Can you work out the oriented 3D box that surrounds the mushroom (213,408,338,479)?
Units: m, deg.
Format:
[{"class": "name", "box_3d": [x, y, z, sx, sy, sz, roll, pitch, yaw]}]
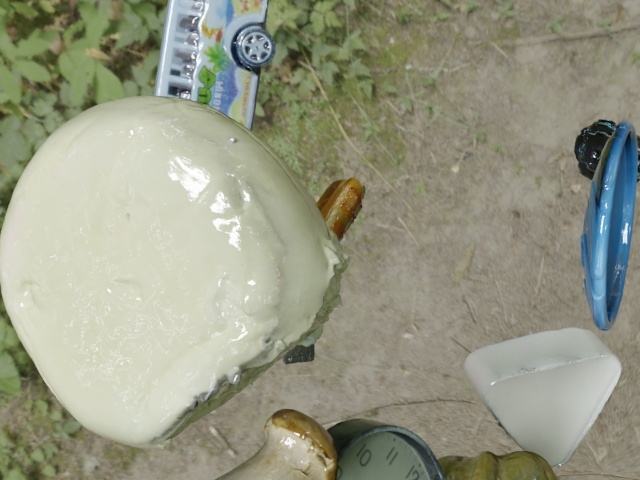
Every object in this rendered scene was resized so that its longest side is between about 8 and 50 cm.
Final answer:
[{"class": "mushroom", "box_3d": [-0.118, 0.329, 0.816, 0.128, 0.128, 0.350, 34, 55, 26]}]

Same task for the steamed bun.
[{"class": "steamed bun", "box_3d": [-0.143, 0.016, 0.739, 0.334, 0.233, 0.312, -33, 84, 23]}]

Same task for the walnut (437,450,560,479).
[{"class": "walnut", "box_3d": [0.309, 0.518, 1.312, 0.282, 0.253, 0.276, -25, 43, 33]}]

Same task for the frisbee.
[{"class": "frisbee", "box_3d": [0.329, -0.016, 0.844, 0.045, 0.242, 0.242, 5, 75, 28]}]

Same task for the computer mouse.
[{"class": "computer mouse", "box_3d": [0.690, -0.206, 1.715, 0.241, 0.078, 0.146, -131, 41, -59]}]

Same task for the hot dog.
[{"class": "hot dog", "box_3d": [0.000, 0.000, 1.279, 0.250, 0.076, 0.104, -60, 18, -17]}]

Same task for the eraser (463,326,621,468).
[{"class": "eraser", "box_3d": [0.515, 0.379, 1.715, 0.331, 0.331, 0.150, -39, 24, 6]}]

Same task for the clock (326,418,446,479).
[{"class": "clock", "box_3d": [0.071, 0.420, 1.037, 0.067, 0.325, 0.325, -9, 68, 45]}]

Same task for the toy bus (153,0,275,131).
[{"class": "toy bus", "box_3d": [-0.143, -0.178, 0.931, 0.136, 0.109, 0.329, 8, 102, -15]}]

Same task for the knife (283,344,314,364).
[{"class": "knife", "box_3d": [-0.056, 0.152, 1.519, 0.072, 0.019, 0.245, -5, 48, -8]}]
